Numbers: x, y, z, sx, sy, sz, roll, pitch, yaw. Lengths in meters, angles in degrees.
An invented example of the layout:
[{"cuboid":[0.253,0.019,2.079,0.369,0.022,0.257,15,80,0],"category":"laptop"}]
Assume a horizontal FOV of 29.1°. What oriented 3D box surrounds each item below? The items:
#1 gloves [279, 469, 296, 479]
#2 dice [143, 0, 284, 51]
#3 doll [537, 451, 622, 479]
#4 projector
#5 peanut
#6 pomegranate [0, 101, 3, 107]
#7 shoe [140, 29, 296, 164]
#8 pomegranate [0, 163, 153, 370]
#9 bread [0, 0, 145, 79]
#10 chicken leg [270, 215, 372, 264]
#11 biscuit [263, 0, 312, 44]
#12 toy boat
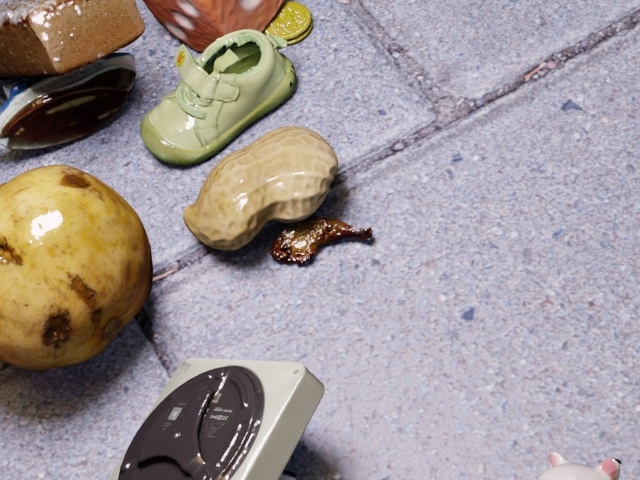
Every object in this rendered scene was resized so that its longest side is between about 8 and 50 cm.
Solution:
[{"cuboid":[-0.084,0.371,1.447,0.119,0.097,0.229,5,53,22],"category":"gloves"},{"cuboid":[-0.173,-0.414,1.949,0.179,0.174,0.175,23,69,35],"category":"dice"},{"cuboid":[0.272,0.333,1.388,0.110,0.107,0.180,6,48,42],"category":"doll"},{"cuboid":[-0.147,0.256,1.486,0.257,0.079,0.259,-4,47,48],"category":"projector"},{"cuboid":[-0.085,-0.074,1.739,0.233,0.110,0.196,-25,29,-6],"category":"peanut"},{"cuboid":[-0.537,-0.190,1.958,0.084,0.073,0.073,-41,56,2],"category":"pomegranate"},{"cuboid":[-0.164,-0.230,1.878,0.262,0.128,0.140,-30,41,-12],"category":"shoe"},{"cuboid":[-0.359,0.039,1.626,0.281,0.281,0.281,-6,55,9],"category":"pomegranate"},{"cuboid":[-0.432,-0.317,1.874,0.165,0.113,0.417,-29,20,-29],"category":"bread"},{"cuboid":[-0.001,-0.004,1.723,0.145,0.037,0.062,-21,63,2],"category":"chicken leg"},{"cuboid":[-0.054,-0.349,1.983,0.084,0.023,0.084,-7,53,9],"category":"biscuit"},{"cuboid":[-0.406,-0.226,1.923,0.262,0.114,0.115,-22,49,-10],"category":"toy boat"}]
